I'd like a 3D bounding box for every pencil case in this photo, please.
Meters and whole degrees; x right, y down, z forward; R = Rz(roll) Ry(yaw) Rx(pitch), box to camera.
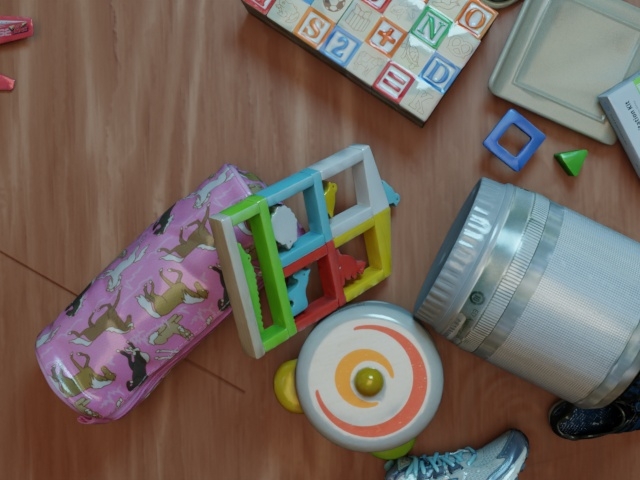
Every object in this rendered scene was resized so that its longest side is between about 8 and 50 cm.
[{"bbox_3d":[-0.199,0.072,1.219,0.386,0.167,0.160,-41,119,4],"label":"pencil case"}]

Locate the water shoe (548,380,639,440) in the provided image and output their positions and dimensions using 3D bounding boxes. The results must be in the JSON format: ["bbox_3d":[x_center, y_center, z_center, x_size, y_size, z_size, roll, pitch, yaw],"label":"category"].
[{"bbox_3d":[0.409,0.228,1.218,0.203,0.080,0.072,-18,90,4],"label":"water shoe"}]

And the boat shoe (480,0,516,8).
[{"bbox_3d":[0.298,-0.451,1.208,0.109,0.091,0.305,33,93,3],"label":"boat shoe"}]

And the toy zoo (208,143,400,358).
[{"bbox_3d":[0.000,0.000,1.172,0.293,0.030,0.192,-29,119,-35],"label":"toy zoo"}]

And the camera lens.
[{"bbox_3d":[0.283,0.067,1.153,0.274,0.219,0.219,26,92,3],"label":"camera lens"}]

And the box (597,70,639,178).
[{"bbox_3d":[0.482,-0.175,1.209,0.186,0.038,0.145,-30,99,-1],"label":"box"}]

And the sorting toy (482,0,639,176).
[{"bbox_3d":[0.344,-0.247,1.232,0.196,0.047,0.347,24,95,-4],"label":"sorting toy"}]

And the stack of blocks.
[{"bbox_3d":[0.064,-0.306,1.227,0.297,0.087,0.171,34,93,3],"label":"stack of blocks"}]

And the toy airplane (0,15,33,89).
[{"bbox_3d":[-0.470,-0.271,1.292,0.151,0.028,0.151,0,91,5],"label":"toy airplane"}]

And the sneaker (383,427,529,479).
[{"bbox_3d":[0.150,0.331,1.224,0.283,0.110,0.122,-38,85,3],"label":"sneaker"}]

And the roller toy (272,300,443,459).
[{"bbox_3d":[0.062,0.175,1.206,0.209,0.146,0.191,31,92,3],"label":"roller toy"}]
